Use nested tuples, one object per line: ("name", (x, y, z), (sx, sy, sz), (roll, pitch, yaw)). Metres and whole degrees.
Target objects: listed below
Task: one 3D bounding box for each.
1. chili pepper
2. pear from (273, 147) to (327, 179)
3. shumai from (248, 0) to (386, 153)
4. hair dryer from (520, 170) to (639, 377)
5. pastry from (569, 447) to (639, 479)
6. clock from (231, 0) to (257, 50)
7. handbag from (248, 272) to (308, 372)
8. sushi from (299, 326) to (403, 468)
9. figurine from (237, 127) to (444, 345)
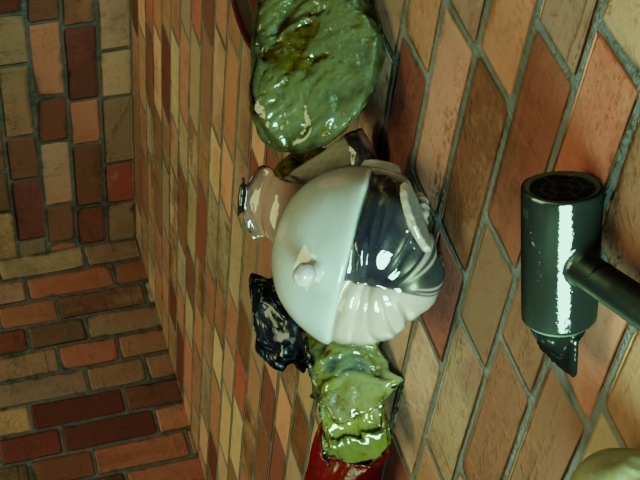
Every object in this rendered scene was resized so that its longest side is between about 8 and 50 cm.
("chili pepper", (0.037, 0.409, 2.175), (0.338, 0.131, 0.134), (93, 170, -45))
("pear", (-0.015, -0.061, 2.030), (0.149, 0.149, 0.162), (-115, 16, -44))
("shumai", (0.000, -0.227, 1.864), (0.218, 0.189, 0.256), (65, -149, -75))
("hair dryer", (0.266, 0.068, 1.237), (0.248, 0.078, 0.195), (-136, 37, -57))
("pastry", (0.281, 0.271, 1.256), (0.156, 0.092, 0.156), (174, 90, -82))
("clock", (-0.073, -0.435, 2.136), (0.318, 0.080, 0.318), (171, 90, -70))
("handbag", (-0.067, 0.149, 2.426), (0.260, 0.113, 0.162), (-155, 63, -74))
("sushi", (0.047, 0.200, 2.041), (0.131, 0.139, 0.291), (83, 176, -52))
("figurine", (0.025, 0.012, 1.795), (0.361, 0.211, 0.253), (-131, 34, -65))
